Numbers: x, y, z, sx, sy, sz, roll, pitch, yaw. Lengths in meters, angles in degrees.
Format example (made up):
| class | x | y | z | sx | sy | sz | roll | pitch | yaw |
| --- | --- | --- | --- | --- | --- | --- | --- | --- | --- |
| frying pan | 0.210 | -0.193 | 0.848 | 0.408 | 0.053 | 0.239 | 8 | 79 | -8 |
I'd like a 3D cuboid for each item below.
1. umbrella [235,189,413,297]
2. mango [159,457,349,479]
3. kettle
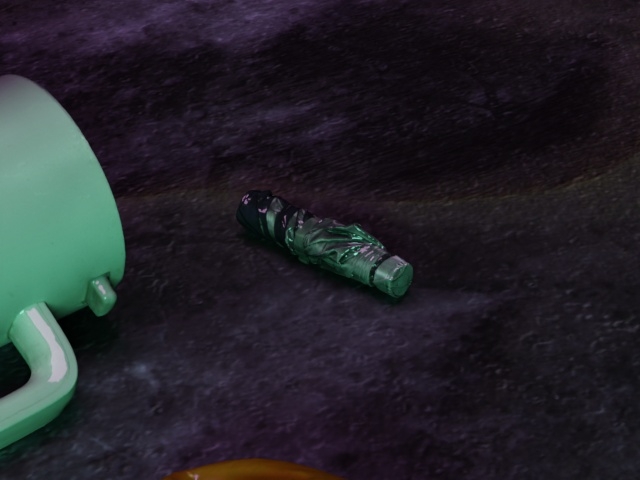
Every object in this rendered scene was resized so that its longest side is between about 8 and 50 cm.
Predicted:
| class | x | y | z | sx | sy | sz | roll | pitch | yaw |
| --- | --- | --- | --- | --- | --- | --- | --- | --- | --- |
| umbrella | 0.000 | 0.000 | 1.477 | 0.188 | 0.050 | 0.046 | 27 | 65 | 38 |
| mango | -0.031 | 0.250 | 0.990 | 0.253 | 0.182 | 0.365 | -16 | 23 | -13 |
| kettle | -0.326 | 0.043 | 1.345 | 0.318 | 0.265 | 0.205 | -27 | 8 | -32 |
